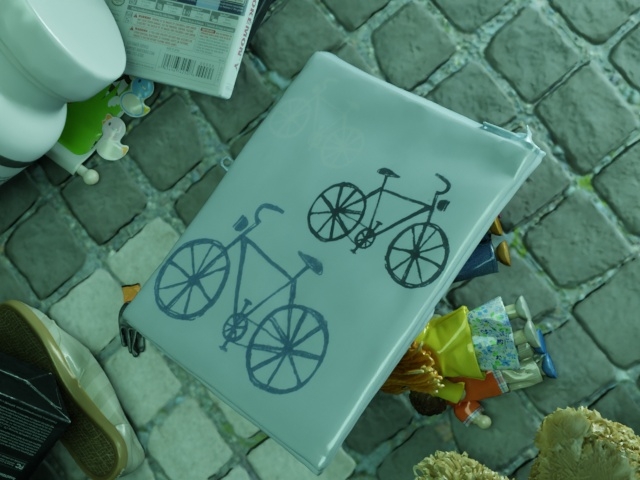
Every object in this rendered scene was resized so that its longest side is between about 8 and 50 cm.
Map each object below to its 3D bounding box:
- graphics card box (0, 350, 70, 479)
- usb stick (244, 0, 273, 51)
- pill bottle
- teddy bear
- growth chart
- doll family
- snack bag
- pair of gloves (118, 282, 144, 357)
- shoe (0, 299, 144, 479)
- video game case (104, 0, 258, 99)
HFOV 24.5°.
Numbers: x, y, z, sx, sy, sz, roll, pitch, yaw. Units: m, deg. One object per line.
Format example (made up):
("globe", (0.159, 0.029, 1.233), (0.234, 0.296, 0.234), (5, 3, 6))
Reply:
("graphics card box", (-0.432, 0.245, 1.369), (0.371, 0.233, 0.094), (-53, 34, 13))
("usb stick", (-0.060, -0.285, 1.449), (0.077, 0.045, 0.278), (30, 93, 17))
("pill bottle", (-0.378, -0.132, 1.414), (0.363, 0.210, 0.210), (-32, 78, 18))
("teddy bear", (0.180, 0.297, 1.314), (0.245, 0.113, 0.338), (24, 99, 23))
("growth chart", (-0.237, -0.190, 1.501), (0.172, 0.021, 0.237), (27, 93, 14))
("doll family", (0.098, 0.049, 1.339), (0.163, 0.118, 0.262), (-20, 80, 13))
("snack bag", (0.000, 0.000, 1.336), (0.323, 0.037, 0.342), (30, 84, 45))
("pair of gloves", (-0.162, 0.076, 1.461), (0.083, 0.010, 0.074), (-8, 83, 15))
("shoe", (-0.251, 0.148, 1.460), (0.076, 0.058, 0.219), (-48, 71, 27))
("video game case", (-0.151, -0.247, 1.442), (0.201, 0.023, 0.183), (16, 90, 26))
